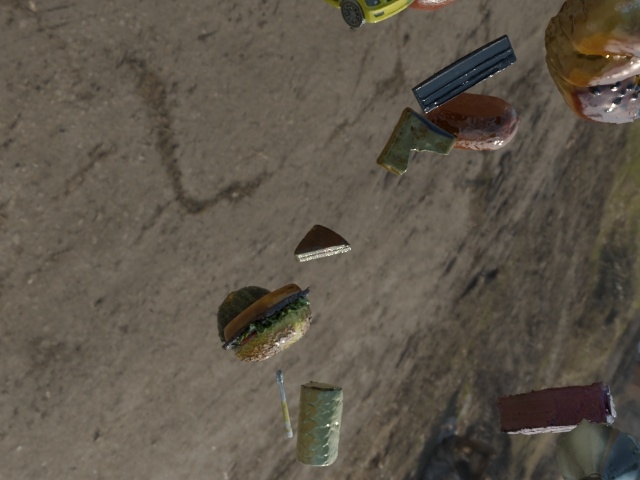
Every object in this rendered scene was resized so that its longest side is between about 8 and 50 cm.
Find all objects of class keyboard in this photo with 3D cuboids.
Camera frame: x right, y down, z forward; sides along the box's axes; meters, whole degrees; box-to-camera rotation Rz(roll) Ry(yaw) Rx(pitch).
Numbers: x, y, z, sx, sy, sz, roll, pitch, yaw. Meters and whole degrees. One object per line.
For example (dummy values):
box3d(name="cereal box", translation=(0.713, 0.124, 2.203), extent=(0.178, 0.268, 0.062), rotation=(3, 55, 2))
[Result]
box3d(name="keyboard", translation=(0.337, -0.391, 1.797), extent=(0.250, 0.017, 0.087), rotation=(-29, 127, 10))

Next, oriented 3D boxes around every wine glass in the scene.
box3d(name="wine glass", translation=(0.454, 0.407, 1.268), extent=(0.232, 0.156, 0.156), rotation=(-14, 128, -66))

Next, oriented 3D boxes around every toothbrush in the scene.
box3d(name="toothbrush", translation=(-0.114, 0.520, 2.413), extent=(0.024, 0.021, 0.288), rotation=(-79, 165, -56))

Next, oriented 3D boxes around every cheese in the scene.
box3d(name="cheese", translation=(-0.002, 0.396, 1.667), extent=(0.123, 0.094, 0.167), rotation=(30, 64, -82))

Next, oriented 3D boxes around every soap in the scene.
box3d(name="soap", translation=(0.605, 0.422, 1.913), extent=(0.182, 0.289, 0.112), rotation=(3, 73, -32))

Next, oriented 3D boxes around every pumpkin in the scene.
box3d(name="pumpkin", translation=(-0.192, 0.214, 2.079), extent=(0.190, 0.146, 0.190), rotation=(-21, 116, -53))

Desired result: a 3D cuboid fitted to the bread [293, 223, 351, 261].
box3d(name="bread", translation=(0.000, 0.000, 1.446), extent=(0.043, 0.109, 0.062), rotation=(84, -4, -66))

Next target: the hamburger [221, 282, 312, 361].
box3d(name="hamburger", translation=(-0.087, 0.146, 1.270), extent=(0.137, 0.087, 0.166), rotation=(-24, 168, -48))

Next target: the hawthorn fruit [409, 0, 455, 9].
box3d(name="hawthorn fruit", translation=(0.248, -0.646, 1.836), extent=(0.210, 0.210, 0.262), rotation=(-61, -168, -2))

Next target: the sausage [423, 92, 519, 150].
box3d(name="sausage", translation=(0.424, -0.334, 2.170), extent=(0.141, 0.268, 0.153), rotation=(81, 21, -51))

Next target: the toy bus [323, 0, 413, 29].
box3d(name="toy bus", translation=(0.027, -0.536, 1.456), extent=(0.144, 0.330, 0.152), rotation=(-36, 146, -29))

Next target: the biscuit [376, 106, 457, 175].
box3d(name="biscuit", translation=(0.257, -0.247, 2.073), extent=(0.183, 0.174, 0.039), rotation=(-58, -165, 2))

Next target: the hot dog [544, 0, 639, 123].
box3d(name="hot dog", translation=(0.526, -0.324, 1.150), extent=(0.365, 0.196, 0.367), rotation=(-21, 157, 7))
